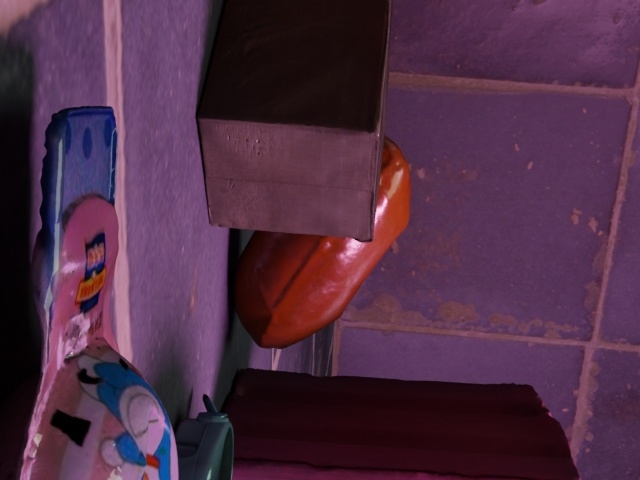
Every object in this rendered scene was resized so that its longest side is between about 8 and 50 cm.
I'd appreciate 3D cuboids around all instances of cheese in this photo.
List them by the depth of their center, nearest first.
[{"bbox_3d":[-0.105,0.086,0.484,0.189,0.074,0.286,-69,162,-82],"label":"cheese"}]

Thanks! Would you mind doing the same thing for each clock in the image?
[{"bbox_3d":[-0.098,0.192,0.924,0.147,0.045,0.108,-79,174,-64],"label":"clock"}]

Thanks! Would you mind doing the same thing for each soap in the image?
[{"bbox_3d":[0.073,0.235,1.175,0.233,0.359,0.128,-75,168,-73],"label":"soap"}]

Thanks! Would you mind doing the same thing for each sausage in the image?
[{"bbox_3d":[-0.001,0.000,1.139,0.258,0.133,0.133,-54,-173,19],"label":"sausage"}]

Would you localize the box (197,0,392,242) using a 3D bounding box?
[{"bbox_3d":[-0.014,-0.135,1.011,0.155,0.148,0.231,89,7,-53],"label":"box"}]
